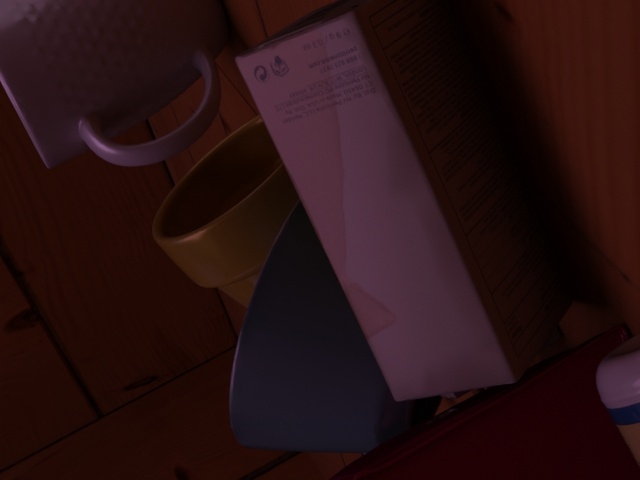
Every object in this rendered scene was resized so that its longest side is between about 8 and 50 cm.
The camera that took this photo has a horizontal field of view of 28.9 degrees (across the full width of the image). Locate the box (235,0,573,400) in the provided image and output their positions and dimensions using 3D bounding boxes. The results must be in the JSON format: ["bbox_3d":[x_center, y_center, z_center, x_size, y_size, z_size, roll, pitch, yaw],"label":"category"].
[{"bbox_3d":[0.074,-0.043,0.989,0.121,0.148,0.311,-15,105,36],"label":"box"}]

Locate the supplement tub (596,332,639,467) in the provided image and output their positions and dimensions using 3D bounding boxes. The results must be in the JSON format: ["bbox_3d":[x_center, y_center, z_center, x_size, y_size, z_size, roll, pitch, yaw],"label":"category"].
[{"bbox_3d":[0.250,0.121,0.641,0.200,0.144,0.144,61,170,6],"label":"supplement tub"}]

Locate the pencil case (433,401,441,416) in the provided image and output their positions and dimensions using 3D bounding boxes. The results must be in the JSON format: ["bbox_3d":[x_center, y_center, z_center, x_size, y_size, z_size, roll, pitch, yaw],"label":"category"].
[{"bbox_3d":[0.065,0.172,1.742,0.124,0.124,0.284,67,167,-23],"label":"pencil case"}]

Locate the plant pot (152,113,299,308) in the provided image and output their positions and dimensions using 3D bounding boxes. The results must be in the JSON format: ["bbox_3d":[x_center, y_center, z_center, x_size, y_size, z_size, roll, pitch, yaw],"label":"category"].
[{"bbox_3d":[-0.035,-0.003,1.512,0.239,0.254,0.254,51,175,-22],"label":"plant pot"}]

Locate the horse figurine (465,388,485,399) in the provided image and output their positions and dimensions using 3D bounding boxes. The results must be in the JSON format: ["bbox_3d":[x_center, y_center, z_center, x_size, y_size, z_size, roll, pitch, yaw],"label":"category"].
[{"bbox_3d":[0.223,0.261,1.360,0.174,0.066,0.263,27,141,60],"label":"horse figurine"}]

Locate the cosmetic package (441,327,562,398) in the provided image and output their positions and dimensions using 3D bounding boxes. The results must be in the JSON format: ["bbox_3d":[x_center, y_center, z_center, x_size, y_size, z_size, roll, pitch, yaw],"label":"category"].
[{"bbox_3d":[0.155,0.099,1.131,0.041,0.115,0.060,62,169,0],"label":"cosmetic package"}]

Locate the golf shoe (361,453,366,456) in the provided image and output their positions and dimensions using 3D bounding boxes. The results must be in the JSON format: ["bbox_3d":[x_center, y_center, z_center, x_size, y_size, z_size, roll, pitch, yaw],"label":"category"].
[{"bbox_3d":[0.140,0.309,1.862,0.273,0.105,0.120,-155,54,-64],"label":"golf shoe"}]

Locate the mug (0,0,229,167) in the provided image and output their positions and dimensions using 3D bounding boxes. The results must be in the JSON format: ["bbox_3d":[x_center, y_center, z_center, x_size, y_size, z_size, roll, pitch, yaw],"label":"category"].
[{"bbox_3d":[-0.290,-0.263,1.790,0.374,0.328,0.276,56,169,28],"label":"mug"}]

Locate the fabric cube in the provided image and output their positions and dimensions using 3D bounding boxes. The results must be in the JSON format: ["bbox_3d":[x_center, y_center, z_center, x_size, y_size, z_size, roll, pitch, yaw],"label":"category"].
[{"bbox_3d":[0.175,0.253,1.044,0.259,0.254,0.258,61,170,9],"label":"fabric cube"}]

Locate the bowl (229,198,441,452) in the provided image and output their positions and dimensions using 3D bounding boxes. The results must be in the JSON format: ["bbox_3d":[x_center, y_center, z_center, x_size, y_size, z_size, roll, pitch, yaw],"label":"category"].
[{"bbox_3d":[0.050,0.092,1.259,0.163,0.311,0.311,20,154,16],"label":"bowl"}]
